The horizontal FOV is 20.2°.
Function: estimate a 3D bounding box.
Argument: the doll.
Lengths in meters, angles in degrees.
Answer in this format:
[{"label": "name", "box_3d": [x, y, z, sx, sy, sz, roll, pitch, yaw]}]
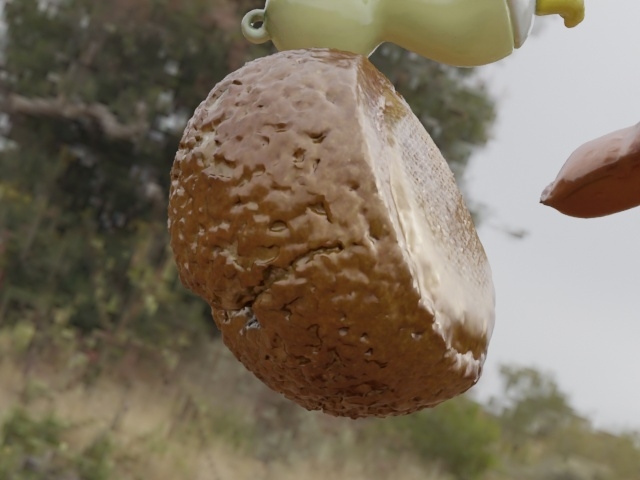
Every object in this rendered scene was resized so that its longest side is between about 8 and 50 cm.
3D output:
[{"label": "doll", "box_3d": [0.078, -0.211, 1.571, 0.296, 0.141, 0.117, -10, -10, 8]}]

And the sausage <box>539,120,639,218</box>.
[{"label": "sausage", "box_3d": [0.384, -0.107, 1.883, 0.348, 0.097, 0.094, -30, -76, 31]}]

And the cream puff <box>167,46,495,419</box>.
[{"label": "cream puff", "box_3d": [0.000, 0.000, 1.389, 0.212, 0.303, 0.303, -21, -22, 19]}]
